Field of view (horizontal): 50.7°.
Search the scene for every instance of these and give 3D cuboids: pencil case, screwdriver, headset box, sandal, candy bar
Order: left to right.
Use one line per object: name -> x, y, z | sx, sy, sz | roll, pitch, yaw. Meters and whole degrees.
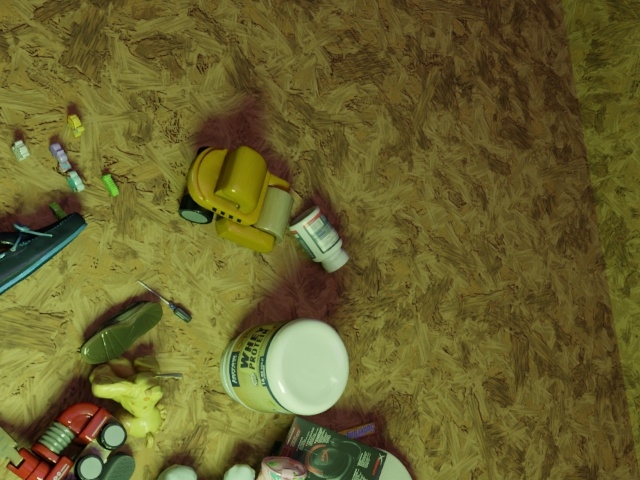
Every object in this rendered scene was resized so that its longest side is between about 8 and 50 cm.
sandal -> -0.516, 0.592, 1.515 | 0.254, 0.054, 0.097 | -52, 137, -31
screwdriver -> -0.395, 0.153, 1.715 | 0.170, 0.025, 0.024 | 43, 59, -20
pencil case -> -0.119, 0.669, 1.627 | 0.124, 0.124, 0.284 | 14, 93, -31
headset box -> 0.000, 0.611, 1.766 | 0.293, 0.110, 0.218 | 19, 63, 10
candy bar -> 0.102, 0.561, 1.971 | 0.161, 0.018, 0.040 | -3, 82, -34

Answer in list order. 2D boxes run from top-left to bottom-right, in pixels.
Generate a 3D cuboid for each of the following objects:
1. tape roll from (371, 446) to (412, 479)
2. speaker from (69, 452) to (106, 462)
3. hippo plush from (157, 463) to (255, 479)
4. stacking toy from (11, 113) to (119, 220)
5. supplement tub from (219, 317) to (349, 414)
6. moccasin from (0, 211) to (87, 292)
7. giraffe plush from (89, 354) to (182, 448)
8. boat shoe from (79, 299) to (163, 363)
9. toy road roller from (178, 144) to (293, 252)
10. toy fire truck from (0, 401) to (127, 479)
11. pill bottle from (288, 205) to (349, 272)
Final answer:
tape roll -> 0.114, 0.780, 1.898 | 0.391, 0.072, 0.392 | 9, 74, -33
speaker -> -0.551, 0.512, 1.510 | 0.136, 0.055, 0.055 | -30, 97, -36
hippo plush -> -0.295, 0.657, 1.575 | 0.236, 0.234, 0.294 | 14, 26, -6
stacking toy -> -0.609, -0.175, 1.624 | 0.167, 0.052, 0.221 | -36, 101, -34
supplement tub -> -0.101, 0.319, 1.700 | 0.228, 0.316, 0.229 | 8, 75, -33
moccasin -> -0.675, 0.026, 1.484 | 0.342, 0.137, 0.117 | -43, 100, -34
giraffe plush -> -0.425, 0.378, 1.565 | 0.181, 0.210, 0.171 | -50, 146, -70
boat shoe -> -0.482, 0.215, 1.614 | 0.223, 0.073, 0.080 | -37, 125, -38
toy road roller -> -0.195, -0.122, 1.780 | 0.329, 0.240, 0.203 | 25, 67, -28
toy fire truck -> -0.578, 0.429, 1.436 | 0.246, 0.158, 0.217 | 42, 53, -12
pill bottle -> 0.000, 0.000, 1.970 | 0.108, 0.108, 0.180 | -44, 106, -33
